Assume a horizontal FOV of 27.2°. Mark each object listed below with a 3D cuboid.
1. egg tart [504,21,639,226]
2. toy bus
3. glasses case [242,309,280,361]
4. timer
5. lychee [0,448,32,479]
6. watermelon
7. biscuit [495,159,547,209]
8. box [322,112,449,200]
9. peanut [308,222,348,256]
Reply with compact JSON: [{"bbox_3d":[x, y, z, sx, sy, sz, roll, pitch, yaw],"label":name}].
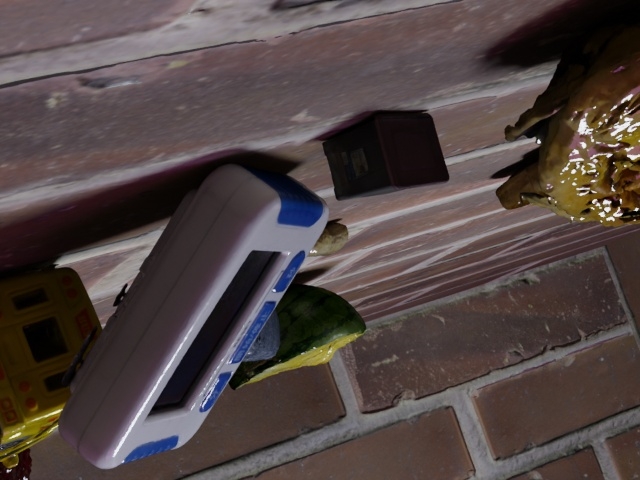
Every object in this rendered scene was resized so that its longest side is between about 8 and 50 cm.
[{"bbox_3d":[0.266,-0.118,0.992,0.297,0.132,0.297,-20,158,-9],"label":"egg tart"},{"bbox_3d":[-0.304,0.133,1.211,0.152,0.144,0.330,-19,171,-30],"label":"toy bus"},{"bbox_3d":[-0.091,0.087,1.564,0.067,0.109,0.282,-15,173,2],"label":"glasses case"},{"bbox_3d":[-0.102,0.055,1.050,0.253,0.078,0.178,-57,164,8],"label":"timer"},{"bbox_3d":[-0.497,0.317,1.701,0.260,0.261,0.260,-19,173,-3],"label":"lychee"},{"bbox_3d":[-0.051,0.129,1.896,0.232,0.127,0.204,-15,172,-43],"label":"watermelon"},{"bbox_3d":[0.312,-0.087,1.591,0.183,0.047,0.319,-21,173,27],"label":"biscuit"},{"bbox_3d":[0.050,-0.063,1.035,0.063,0.060,0.084,-19,176,35],"label":"box"},{"bbox_3d":[0.000,0.000,1.457,0.037,0.037,0.083,-26,175,39],"label":"peanut"}]
